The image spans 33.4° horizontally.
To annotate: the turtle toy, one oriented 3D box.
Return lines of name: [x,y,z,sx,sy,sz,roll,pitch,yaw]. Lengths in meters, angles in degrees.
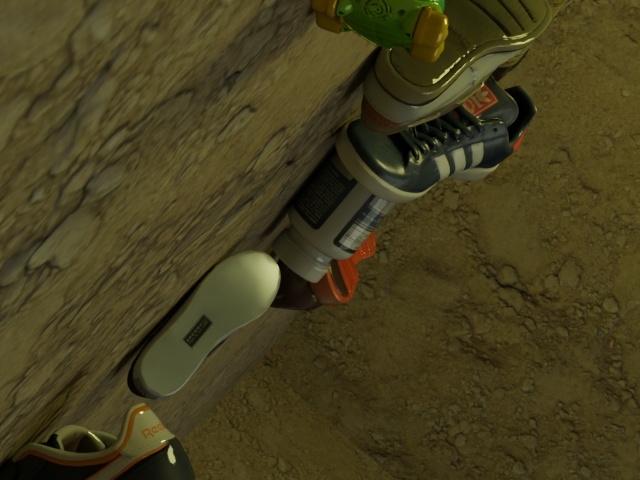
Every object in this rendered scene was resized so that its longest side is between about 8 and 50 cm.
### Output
turtle toy: [0.048,-0.168,0.739,0.130,0.095,0.066,14,95,-86]

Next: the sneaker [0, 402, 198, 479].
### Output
sneaker: [-0.270,0.261,1.048,0.321,0.127,0.126,-25,175,12]

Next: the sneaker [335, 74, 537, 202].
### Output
sneaker: [0.159,-0.147,1.357,0.148,0.131,0.350,-44,165,35]

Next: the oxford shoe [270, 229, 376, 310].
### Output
oxford shoe: [0.000,0.000,1.717,0.132,0.130,0.364,-16,-164,21]

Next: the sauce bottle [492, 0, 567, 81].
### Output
sauce bottle: [0.229,-0.283,1.418,0.111,0.111,0.344,-47,177,-36]

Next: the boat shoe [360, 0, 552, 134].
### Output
boat shoe: [0.148,-0.216,1.214,0.302,0.113,0.103,-33,168,-38]

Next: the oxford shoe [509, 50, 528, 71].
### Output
oxford shoe: [0.272,-0.302,1.897,0.227,0.083,0.096,-34,177,-10]

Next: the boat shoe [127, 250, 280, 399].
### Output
boat shoe: [-0.138,0.099,1.231,0.228,0.080,0.076,-51,-166,-30]

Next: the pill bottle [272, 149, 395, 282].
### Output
pill bottle: [0.021,-0.037,1.413,0.180,0.108,0.108,-50,176,11]
